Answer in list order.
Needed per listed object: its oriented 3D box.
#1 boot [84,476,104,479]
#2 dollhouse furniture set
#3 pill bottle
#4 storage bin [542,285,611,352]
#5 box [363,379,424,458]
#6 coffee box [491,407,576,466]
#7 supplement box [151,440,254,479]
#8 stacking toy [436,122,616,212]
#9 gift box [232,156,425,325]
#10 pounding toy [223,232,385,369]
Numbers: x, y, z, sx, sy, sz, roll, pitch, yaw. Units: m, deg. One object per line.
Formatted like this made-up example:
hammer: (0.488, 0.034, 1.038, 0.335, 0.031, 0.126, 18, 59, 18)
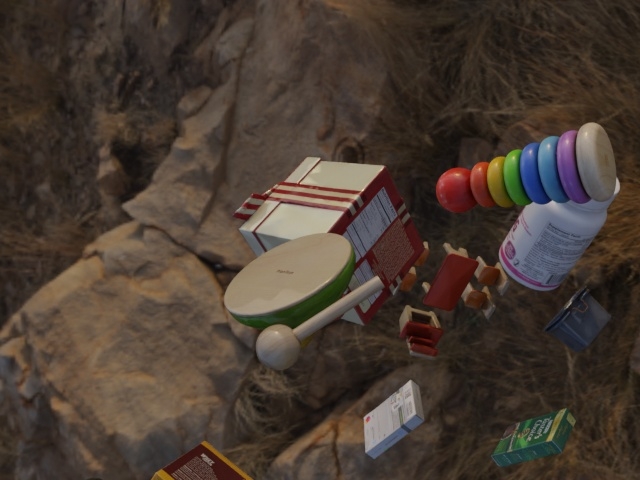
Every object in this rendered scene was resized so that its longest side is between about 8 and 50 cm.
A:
boot: (-0.525, 0.595, 1.396, 0.091, 0.263, 0.229, 44, 129, 19)
dollhouse furniture set: (0.287, 0.143, 1.707, 0.135, 0.262, 0.259, -100, 29, -59)
pill bottle: (0.519, -0.038, 1.558, 0.160, 0.160, 0.283, 53, 141, 32)
storage bin: (0.590, 0.182, 1.616, 0.091, 0.135, 0.098, 43, 156, 12)
box: (0.196, 0.484, 1.930, 0.186, 0.038, 0.145, -43, 19, 19)
coffee box: (0.487, 0.451, 1.628, 0.040, 0.113, 0.184, 51, 138, -2)
supplement box: (-0.205, 0.489, 1.265, 0.191, 0.194, 0.129, 35, 100, 12)
stacking toy: (0.366, -0.116, 1.334, 0.330, 0.141, 0.141, -10, 83, 36)
gift box: (0.000, 0.000, 1.388, 0.258, 0.276, 0.255, 12, 137, 47)
pounding toy: (-0.015, 0.091, 0.924, 0.110, 0.183, 0.237, 64, 172, -24)
